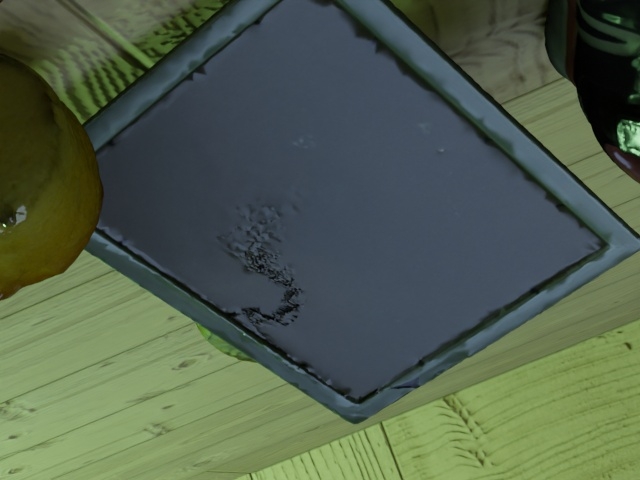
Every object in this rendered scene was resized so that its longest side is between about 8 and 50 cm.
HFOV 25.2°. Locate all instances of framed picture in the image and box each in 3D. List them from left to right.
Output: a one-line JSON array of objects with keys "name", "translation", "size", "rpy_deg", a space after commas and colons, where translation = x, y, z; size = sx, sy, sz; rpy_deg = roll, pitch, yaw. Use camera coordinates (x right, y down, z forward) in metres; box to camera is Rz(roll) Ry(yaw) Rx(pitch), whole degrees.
[{"name": "framed picture", "translation": [0.009, -0.014, 0.749], "size": [0.216, 0.016, 0.273], "rpy_deg": [-35, 127, 24]}]

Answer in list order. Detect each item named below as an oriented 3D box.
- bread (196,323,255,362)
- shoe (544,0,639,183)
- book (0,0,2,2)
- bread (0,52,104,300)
[{"name": "bread", "translation": [0.000, 0.000, 0.919], "size": [0.186, 0.124, 0.257], "rpy_deg": [-8, 163, -19]}, {"name": "shoe", "translation": [0.189, -0.104, 0.749], "size": [0.114, 0.137, 0.291], "rpy_deg": [-21, 165, -3]}, {"name": "book", "translation": [-0.106, -0.071, 0.267], "size": [0.374, 0.028, 0.262], "rpy_deg": [-53, 176, -21]}, {"name": "bread", "translation": [-0.219, -0.003, 0.637], "size": [0.245, 0.102, 0.094], "rpy_deg": [-22, 159, -1]}]
